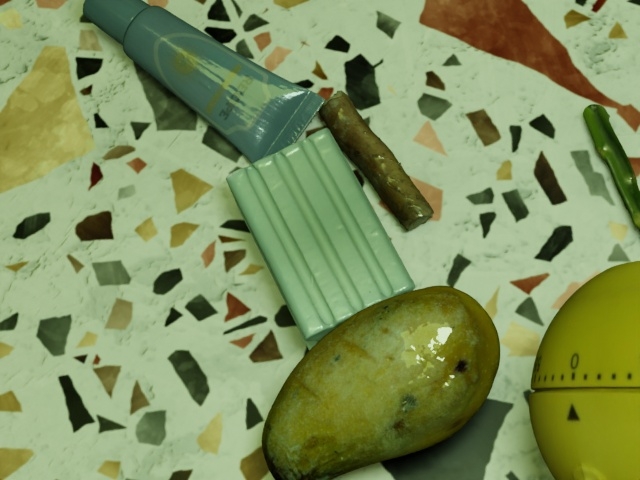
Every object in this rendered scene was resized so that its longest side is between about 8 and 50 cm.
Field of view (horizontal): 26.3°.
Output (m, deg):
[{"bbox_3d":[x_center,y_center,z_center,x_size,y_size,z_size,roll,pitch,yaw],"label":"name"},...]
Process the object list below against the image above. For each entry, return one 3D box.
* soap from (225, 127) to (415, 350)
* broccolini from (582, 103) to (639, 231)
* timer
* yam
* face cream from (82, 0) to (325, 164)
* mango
[{"bbox_3d":[0.000,0.000,1.833,0.160,0.087,0.265,-26,66,-5],"label":"soap"},{"bbox_3d":[0.457,-0.022,1.808,0.079,0.074,0.392,-39,58,35],"label":"broccolini"},{"bbox_3d":[0.412,0.222,1.557,0.376,0.376,0.387,0,80,7],"label":"timer"},{"bbox_3d":[0.073,-0.112,1.892,0.057,0.057,0.241,-32,67,-7],"label":"yam"},{"bbox_3d":[-0.180,-0.249,1.968,0.385,0.086,0.135,36,93,16],"label":"face cream"},{"bbox_3d":[0.072,0.184,1.713,0.329,0.175,0.176,-29,32,15],"label":"mango"}]
